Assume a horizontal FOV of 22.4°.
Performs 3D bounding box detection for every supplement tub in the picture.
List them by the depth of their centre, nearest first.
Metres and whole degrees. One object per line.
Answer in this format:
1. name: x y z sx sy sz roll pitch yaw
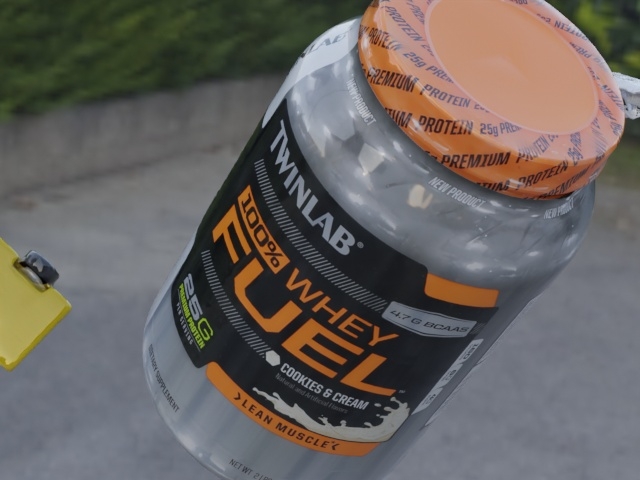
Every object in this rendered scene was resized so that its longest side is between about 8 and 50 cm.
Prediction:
1. supplement tub: 0.032 0.001 0.960 0.193 0.316 0.194 18 42 -17

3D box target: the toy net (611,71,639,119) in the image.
1. toy net: 0.241 -0.160 1.632 0.232 0.045 0.122 14 13 -1

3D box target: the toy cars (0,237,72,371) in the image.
1. toy cars: -0.410 0.026 1.408 0.393 0.177 0.087 3 -14 -4
